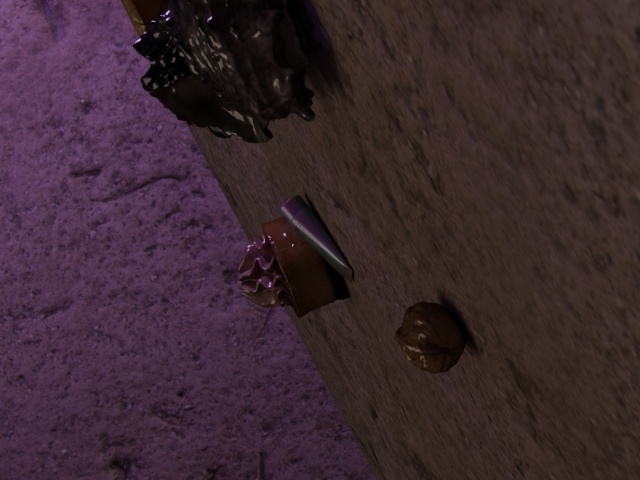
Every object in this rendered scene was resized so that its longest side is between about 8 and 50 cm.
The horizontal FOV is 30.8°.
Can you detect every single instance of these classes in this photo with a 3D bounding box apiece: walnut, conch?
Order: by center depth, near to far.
[{"bbox_3d":[-0.089,-0.218,1.354,0.240,0.186,0.313,51,151,10],"label":"conch"},{"bbox_3d":[0.129,0.114,1.371,0.096,0.083,0.078,-132,43,-65],"label":"walnut"}]

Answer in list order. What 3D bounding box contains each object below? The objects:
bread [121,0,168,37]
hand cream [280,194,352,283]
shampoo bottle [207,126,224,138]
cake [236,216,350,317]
[{"bbox_3d":[-0.208,-0.381,1.566,0.195,0.149,0.344,-110,-2,-46],"label":"bread"},{"bbox_3d":[0.000,0.000,2.001,0.174,0.047,0.076,50,169,17],"label":"hand cream"},{"bbox_3d":[-0.199,-0.302,2.079,0.134,0.078,0.359,63,174,15],"label":"shampoo bottle"},{"bbox_3d":[-0.067,0.062,2.164,0.207,0.178,0.185,55,170,24],"label":"cake"}]
